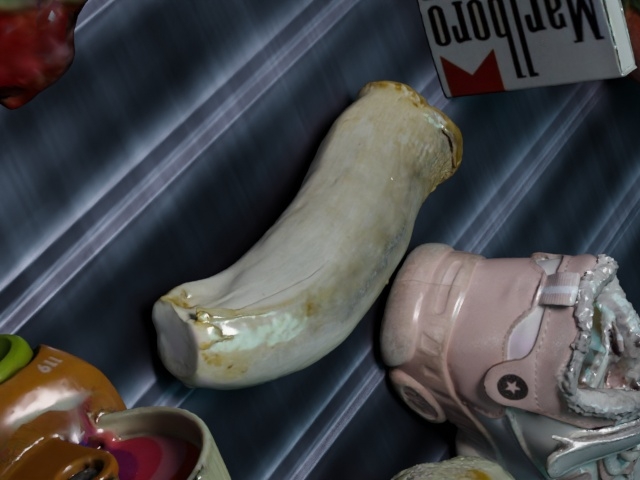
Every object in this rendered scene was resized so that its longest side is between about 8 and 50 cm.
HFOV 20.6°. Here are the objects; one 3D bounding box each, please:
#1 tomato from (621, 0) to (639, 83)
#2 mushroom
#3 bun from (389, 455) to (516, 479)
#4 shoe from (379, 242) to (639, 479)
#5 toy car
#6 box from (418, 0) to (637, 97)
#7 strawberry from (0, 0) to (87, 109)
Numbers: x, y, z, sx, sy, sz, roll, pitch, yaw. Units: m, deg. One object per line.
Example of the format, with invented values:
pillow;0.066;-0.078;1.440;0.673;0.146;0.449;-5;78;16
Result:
tomato;0.396;-0.264;1.695;0.265;0.265;0.265;6;82;-51
mushroom;0.000;0.000;1.326;0.123;0.095;0.351;52;46;-10
bun;0.080;0.279;1.350;0.239;0.141;0.239;2;90;-70
shoe;0.211;0.136;1.489;0.351;0.198;0.172;41;58;-41
toy car;-0.158;0.160;1.005;0.235;0.235;0.145;-46;122;-43
box;0.171;-0.185;1.481;0.036;0.177;0.115;-36;115;-47
strawberry;-0.255;-0.225;0.915;0.291;0.310;0.292;-14;118;-28
